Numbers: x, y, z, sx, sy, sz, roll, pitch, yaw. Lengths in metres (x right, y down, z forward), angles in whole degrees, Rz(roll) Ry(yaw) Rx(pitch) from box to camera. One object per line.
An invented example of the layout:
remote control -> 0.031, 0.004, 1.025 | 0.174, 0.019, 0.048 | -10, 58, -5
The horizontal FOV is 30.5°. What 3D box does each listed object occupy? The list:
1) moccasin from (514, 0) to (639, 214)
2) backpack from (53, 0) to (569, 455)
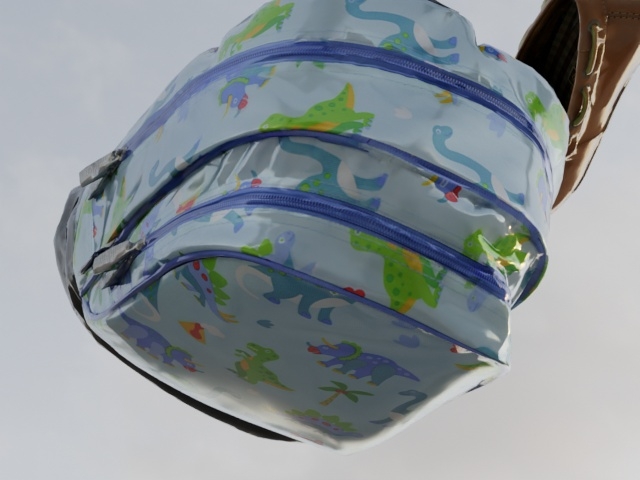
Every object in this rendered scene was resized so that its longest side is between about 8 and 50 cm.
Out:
moccasin -> 0.233, -0.133, 1.251 | 0.147, 0.139, 0.380 | -17, -24, -25
backpack -> 0.000, 0.000, 0.736 | 0.290, 0.273, 0.355 | 31, -47, -16
